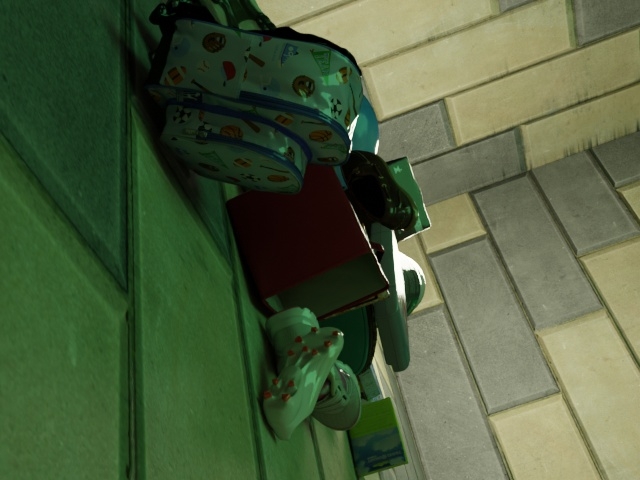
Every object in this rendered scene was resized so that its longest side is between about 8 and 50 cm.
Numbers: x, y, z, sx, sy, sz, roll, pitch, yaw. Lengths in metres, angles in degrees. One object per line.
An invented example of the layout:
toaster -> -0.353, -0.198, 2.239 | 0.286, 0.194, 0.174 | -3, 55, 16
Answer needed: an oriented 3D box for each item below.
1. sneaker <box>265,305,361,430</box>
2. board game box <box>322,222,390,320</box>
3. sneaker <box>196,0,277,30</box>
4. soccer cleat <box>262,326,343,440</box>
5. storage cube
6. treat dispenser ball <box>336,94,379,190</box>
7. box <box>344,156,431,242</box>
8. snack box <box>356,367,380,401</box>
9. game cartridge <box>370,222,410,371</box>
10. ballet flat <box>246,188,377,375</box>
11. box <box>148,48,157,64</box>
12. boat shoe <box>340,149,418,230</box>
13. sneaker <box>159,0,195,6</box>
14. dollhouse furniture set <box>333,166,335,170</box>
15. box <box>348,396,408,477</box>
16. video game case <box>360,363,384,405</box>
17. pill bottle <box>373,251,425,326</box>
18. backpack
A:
sneaker -> -0.009, 0.227, 1.287 | 0.252, 0.103, 0.111 | 57, 13, -32
board game box -> 0.014, 0.069, 1.510 | 0.045, 0.194, 0.146 | -97, 167, -64
sneaker -> -0.222, -0.507, 1.796 | 0.182, 0.158, 0.410 | -21, -89, 64
soccer cleat -> -0.023, 0.194, 1.149 | 0.196, 0.068, 0.076 | -50, 138, -48
storage cube -> -0.017, 0.009, 1.363 | 0.183, 0.215, 0.193 | 58, 7, -64
treat dispenser ball -> -0.007, -0.246, 1.924 | 0.288, 0.288, 0.288 | -20, 90, -85
box -> 0.096, -0.083, 2.143 | 0.381, 0.143, 0.191 | -10, -77, 55
snack box -> 0.065, 0.282, 1.771 | 0.141, 0.037, 0.100 | 10, -57, 62
game cartridge -> 0.144, 0.103, 1.715 | 0.294, 0.060, 0.196 | -88, 163, -50
ballet flat -> 0.007, 0.041, 1.625 | 0.482, 0.164, 0.182 | 65, 26, -24
box -> -0.218, -0.225, 1.181 | 0.067, 0.018, 0.083 | 52, 18, -71
boat shoe -> 0.082, -0.091, 1.340 | 0.073, 0.073, 0.207 | 8, 28, -35
sneaker -> -0.206, -0.288, 1.245 | 0.081, 0.080, 0.211 | 25, -23, 24
dollhouse furniture set -> -0.041, -0.111, 1.745 | 0.123, 0.151, 0.144 | 80, 8, -69
box -> 0.118, 0.422, 1.734 | 0.178, 0.109, 0.042 | -102, 172, -53
video game case -> 0.112, 0.375, 2.100 | 0.269, 0.061, 0.244 | 59, 11, -63
pill bottle -> 0.138, 0.119, 2.082 | 0.361, 0.204, 0.204 | 1, 69, -67
backpack -> -0.078, -0.180, 1.095 | 0.276, 0.264, 0.213 | 36, 59, -77
